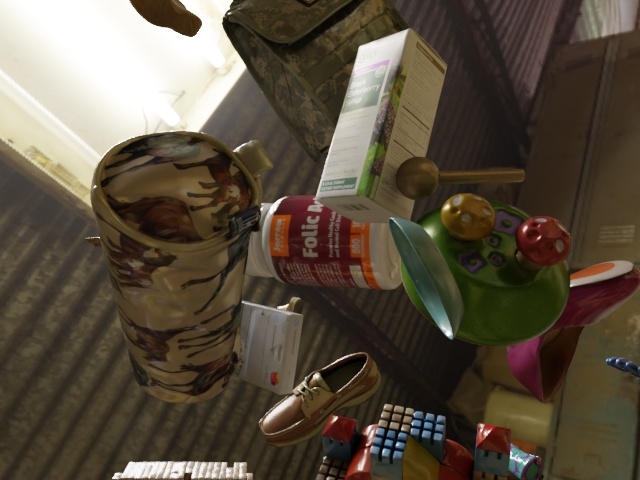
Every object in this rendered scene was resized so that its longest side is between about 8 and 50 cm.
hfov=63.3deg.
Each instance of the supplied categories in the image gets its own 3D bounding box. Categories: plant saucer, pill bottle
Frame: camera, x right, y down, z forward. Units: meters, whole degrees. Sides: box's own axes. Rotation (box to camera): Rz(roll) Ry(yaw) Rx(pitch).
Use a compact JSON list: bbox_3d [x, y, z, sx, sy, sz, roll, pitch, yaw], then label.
[{"bbox_3d":[0.096,0.029,0.459,0.119,0.021,0.119,64,-179,-2],"label":"plant saucer"},{"bbox_3d":[0.000,0.000,1.260,0.224,0.392,0.224,-1,-88,-64],"label":"pill bottle"}]

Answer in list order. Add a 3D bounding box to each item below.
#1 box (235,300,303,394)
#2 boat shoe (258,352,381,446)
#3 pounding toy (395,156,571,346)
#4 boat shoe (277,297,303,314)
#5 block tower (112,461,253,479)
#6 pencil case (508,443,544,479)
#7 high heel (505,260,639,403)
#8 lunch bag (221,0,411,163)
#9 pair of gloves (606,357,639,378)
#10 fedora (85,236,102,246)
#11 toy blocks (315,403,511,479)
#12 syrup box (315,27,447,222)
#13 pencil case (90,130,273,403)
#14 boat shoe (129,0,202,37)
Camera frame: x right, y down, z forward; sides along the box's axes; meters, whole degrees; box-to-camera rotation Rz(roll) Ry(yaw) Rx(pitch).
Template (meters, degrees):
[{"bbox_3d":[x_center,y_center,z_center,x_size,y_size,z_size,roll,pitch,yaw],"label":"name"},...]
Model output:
[{"bbox_3d":[-0.121,0.196,0.990,0.038,0.186,0.145,12,-95,-48],"label":"box"},{"bbox_3d":[-0.004,0.370,1.265,0.323,0.122,0.120,-28,-51,-17],"label":"boat shoe"},{"bbox_3d":[0.180,-0.017,0.554,0.110,0.182,0.237,92,175,-55],"label":"pounding toy"},{"bbox_3d":[-0.101,0.223,1.571,0.068,0.072,0.190,-49,-16,-37],"label":"boat shoe"},{"bbox_3d":[-0.338,0.616,1.299,0.335,0.097,0.091,3,-89,-7],"label":"block tower"},{"bbox_3d":[0.460,0.517,1.245,0.070,0.151,0.064,-42,-72,-11],"label":"pencil case"},{"bbox_3d":[0.386,0.150,0.782,0.377,0.127,0.181,89,158,-74],"label":"high heel"},{"bbox_3d":[0.008,-0.320,0.861,0.235,0.169,0.287,-43,-79,-21],"label":"lunch bag"},{"bbox_3d":[0.696,0.282,1.063,0.159,0.198,0.023,28,-98,-32],"label":"pair of gloves"},{"bbox_3d":[-0.389,-0.021,1.090,0.194,0.194,0.079,11,-100,-51],"label":"fedora"},{"bbox_3d":[0.141,0.383,0.827,0.191,0.381,0.261,-55,-36,-55],"label":"toy blocks"},{"bbox_3d":[0.084,-0.147,0.693,0.096,0.093,0.237,25,-105,-40],"label":"syrup box"},{"bbox_3d":[-0.165,0.060,0.658,0.183,0.160,0.410,-11,-35,-22],"label":"pencil case"},{"bbox_3d":[-0.297,-0.434,0.968,0.063,0.059,0.170,-51,-23,15],"label":"boat shoe"}]
